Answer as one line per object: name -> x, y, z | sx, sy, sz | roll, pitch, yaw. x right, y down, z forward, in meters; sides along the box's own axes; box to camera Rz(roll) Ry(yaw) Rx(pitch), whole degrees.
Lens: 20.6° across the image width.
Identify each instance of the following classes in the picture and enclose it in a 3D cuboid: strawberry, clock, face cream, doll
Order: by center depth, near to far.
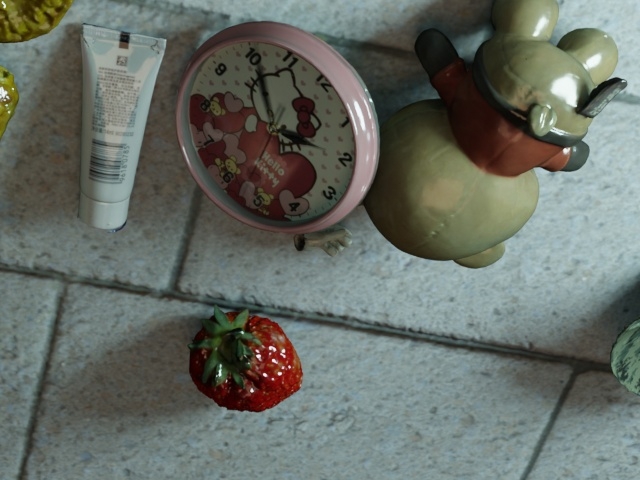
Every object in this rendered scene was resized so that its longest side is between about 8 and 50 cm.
doll -> 0.181, -0.106, 1.899 | 0.235, 0.174, 0.330 | 27, 124, -21
clock -> -0.049, -0.119, 1.902 | 0.244, 0.056, 0.244 | 12, 117, 24
face cream -> -0.230, -0.122, 1.943 | 0.092, 0.058, 0.244 | 10, 123, -4
strawberry -> -0.084, 0.149, 2.143 | 0.131, 0.131, 0.148 | -36, 153, 23

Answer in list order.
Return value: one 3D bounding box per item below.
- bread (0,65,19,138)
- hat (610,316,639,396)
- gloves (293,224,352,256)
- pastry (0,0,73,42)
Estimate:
bread -> -0.423, -0.050, 1.967 | 0.084, 0.077, 0.367 | -7, 141, -43
hat -> 0.466, 0.085, 2.111 | 0.265, 0.128, 0.265 | 2, 144, 1
gloves -> 0.001, -0.002, 2.063 | 0.081, 0.037, 0.044 | 6, 167, -28
pastry -> -0.324, -0.289, 1.762 | 0.188, 0.103, 0.189 | -1, 130, -2
